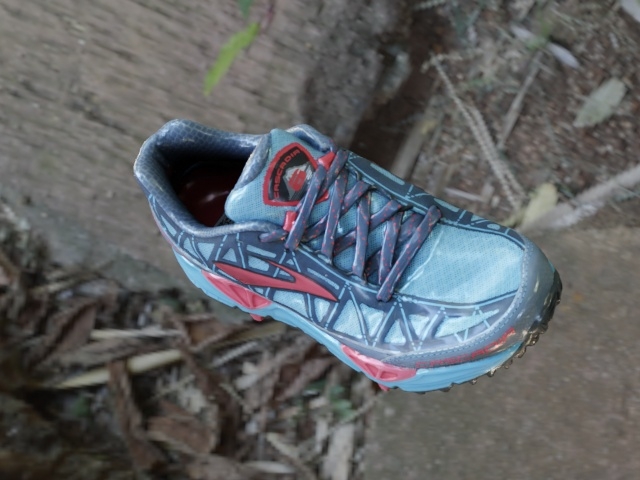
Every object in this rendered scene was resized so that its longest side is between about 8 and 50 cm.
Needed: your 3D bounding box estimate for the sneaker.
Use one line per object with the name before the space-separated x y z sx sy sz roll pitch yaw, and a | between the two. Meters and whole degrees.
sneaker | 0.000 0.000 0.769 0.262 0.125 0.104 14 66 32
